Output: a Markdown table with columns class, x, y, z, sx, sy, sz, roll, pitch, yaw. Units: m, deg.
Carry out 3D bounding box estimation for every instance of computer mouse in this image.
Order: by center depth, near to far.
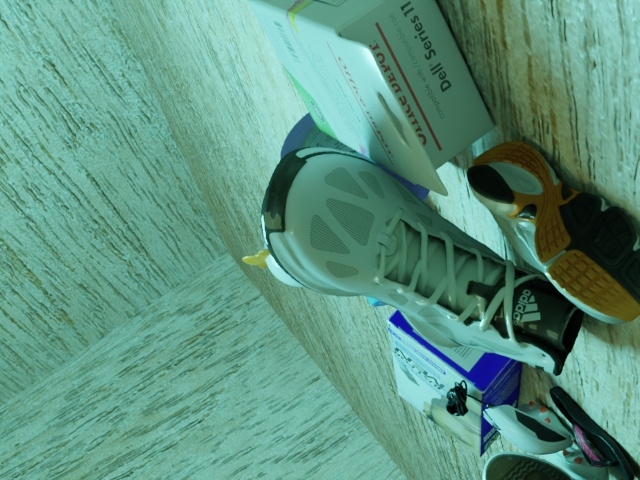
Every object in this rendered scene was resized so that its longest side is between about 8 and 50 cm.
| class | x | y | z | sx | sy | sz | roll | pitch | yaw |
| --- | --- | --- | --- | --- | --- | --- | --- | --- | --- |
| computer mouse | 0.265 | 0.262 | 1.759 | 0.193 | 0.042 | 0.106 | 25 | 158 | 4 |

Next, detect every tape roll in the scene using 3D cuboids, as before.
| class | x | y | z | sx | sy | sz | roll | pitch | yaw |
| --- | --- | --- | --- | --- | --- | --- | --- | --- | --- |
| tape roll | 0.048 | -0.101 | 1.594 | 0.189 | 0.189 | 0.080 | 45 | 165 | 45 |

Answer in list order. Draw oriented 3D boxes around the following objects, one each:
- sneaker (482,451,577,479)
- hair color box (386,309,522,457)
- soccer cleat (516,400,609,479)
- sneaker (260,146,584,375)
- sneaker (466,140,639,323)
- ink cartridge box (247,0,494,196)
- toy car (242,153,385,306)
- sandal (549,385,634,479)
| class | x | y | z | sx | sy | sz | roll | pitch | yaw |
| --- | --- | --- | --- | --- | --- | --- | --- | --- | --- |
| sneaker | 0.361 | 0.399 | 1.776 | 0.290 | 0.106 | 0.123 | 29 | 172 | 10 |
| hair color box | 0.213 | 0.206 | 1.951 | 0.185 | 0.110 | 0.339 | 37 | 165 | 22 |
| soccer cleat | 0.352 | 0.307 | 1.840 | 0.196 | 0.068 | 0.076 | 35 | 160 | 56 |
| sneaker | 0.153 | 0.024 | 1.396 | 0.257 | 0.169 | 0.447 | 10 | 166 | 45 |
| sneaker | 0.257 | 0.004 | 1.277 | 0.121 | 0.099 | 0.262 | 55 | -179 | -45 |
| ink cartridge box | 0.066 | -0.197 | 1.398 | 0.207 | 0.119 | 0.353 | 59 | 170 | -28 |
| toy car | 0.000 | 0.000 | 1.851 | 0.210 | 0.238 | 0.219 | 97 | 155 | -75 |
| sandal | 0.370 | 0.278 | 1.725 | 0.179 | 0.040 | 0.067 | 47 | 167 | 39 |
